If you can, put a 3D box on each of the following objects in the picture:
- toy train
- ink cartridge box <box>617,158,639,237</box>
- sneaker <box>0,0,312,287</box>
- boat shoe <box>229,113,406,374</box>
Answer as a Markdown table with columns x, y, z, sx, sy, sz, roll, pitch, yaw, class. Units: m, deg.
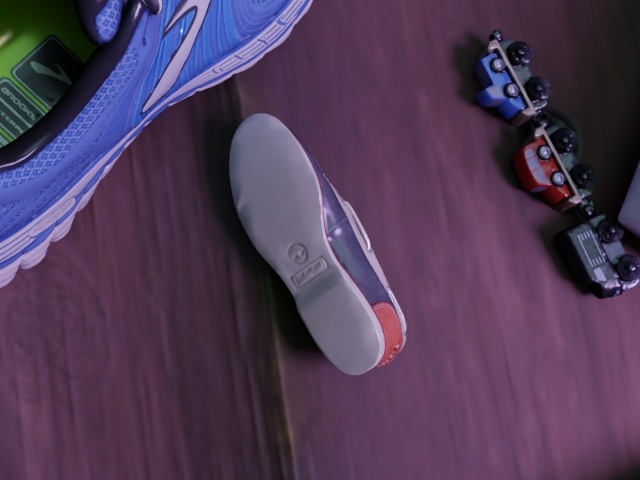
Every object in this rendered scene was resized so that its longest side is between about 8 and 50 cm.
| x | y | z | sx | sy | sz | roll | pitch | yaw | class |
| --- | --- | --- | --- | --- | --- | --- | --- | --- | --- |
| 0.123 | -0.041 | 0.495 | 0.036 | 0.027 | 0.158 | -25 | 85 | -6 | toy train |
| 0.294 | -0.107 | 0.449 | 0.114 | 0.197 | 0.273 | 32 | 72 | -22 | ink cartridge box |
| -0.084 | -0.118 | 0.400 | 0.130 | 0.147 | 0.330 | 37 | 72 | -3 | sneaker |
| 0.000 | 0.000 | 0.449 | 0.043 | 0.049 | 0.137 | -16 | 76 | -58 | boat shoe |
